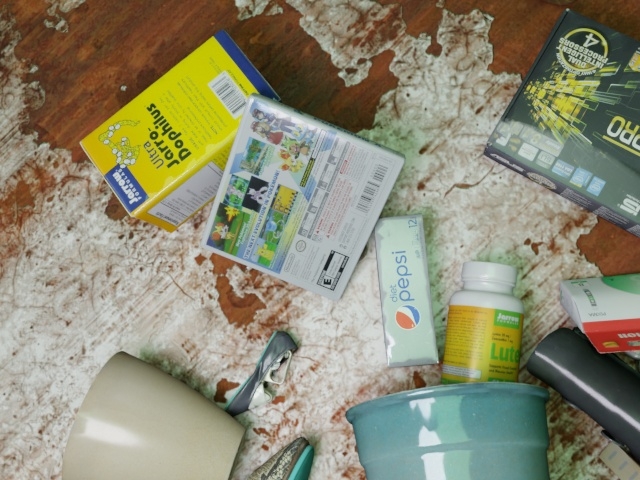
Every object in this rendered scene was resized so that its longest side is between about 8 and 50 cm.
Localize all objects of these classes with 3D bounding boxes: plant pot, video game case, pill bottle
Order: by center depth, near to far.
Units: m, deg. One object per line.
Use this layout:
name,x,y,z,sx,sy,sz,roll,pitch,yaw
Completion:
plant pot,0.223,0.426,0.999,0.341,0.341,0.334,-8,64,6
pill bottle,0.302,0.167,1.173,0.136,0.136,0.246,7,82,9
plant pot,-0.288,0.372,1.181,0.274,0.256,0.256,18,84,2
video game case,-0.042,-0.071,1.197,0.300,0.036,0.329,22,117,-3

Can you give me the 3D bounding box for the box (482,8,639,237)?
box,0.564,-0.217,1.220,0.395,0.097,0.318,31,89,11

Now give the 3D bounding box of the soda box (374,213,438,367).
soda box,0.163,0.098,1.227,0.098,0.091,0.286,-6,81,6

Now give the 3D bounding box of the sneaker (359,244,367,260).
sneaker,0.000,0.000,1.274,0.188,0.071,0.066,15,83,10

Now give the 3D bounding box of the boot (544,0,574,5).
boot,0.437,-0.623,1.301,0.262,0.095,0.203,26,86,9

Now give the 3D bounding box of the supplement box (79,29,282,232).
supplement box,-0.254,-0.209,1.278,0.356,0.194,0.195,-38,78,0

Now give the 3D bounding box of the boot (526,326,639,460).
boot,0.503,0.291,0.942,0.146,0.367,0.445,-50,55,10

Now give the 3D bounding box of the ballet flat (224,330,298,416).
ballet flat,-0.110,0.275,1.246,0.074,0.074,0.203,32,84,11

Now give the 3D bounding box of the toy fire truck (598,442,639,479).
toy fire truck,0.645,0.418,1.098,0.246,0.158,0.217,34,87,1

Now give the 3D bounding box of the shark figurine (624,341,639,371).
shark figurine,0.645,0.212,1.158,0.278,0.166,0.116,10,108,-8

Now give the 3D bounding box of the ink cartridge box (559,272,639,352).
ink cartridge box,0.539,0.121,1.108,0.181,0.225,0.056,-5,104,6

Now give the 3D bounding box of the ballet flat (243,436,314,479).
ballet flat,-0.141,0.591,1.165,0.182,0.164,0.483,8,86,18
